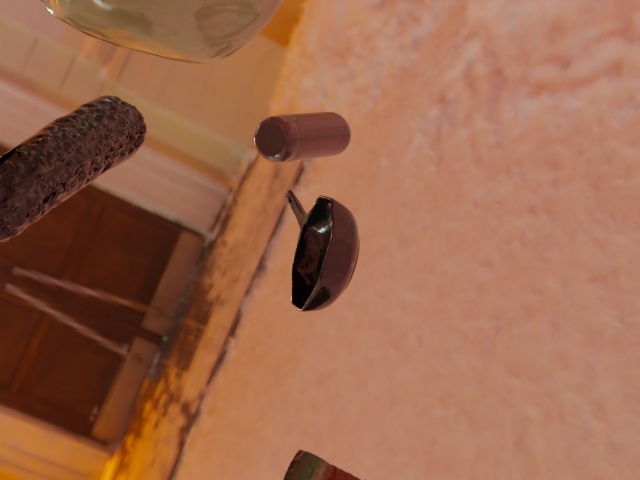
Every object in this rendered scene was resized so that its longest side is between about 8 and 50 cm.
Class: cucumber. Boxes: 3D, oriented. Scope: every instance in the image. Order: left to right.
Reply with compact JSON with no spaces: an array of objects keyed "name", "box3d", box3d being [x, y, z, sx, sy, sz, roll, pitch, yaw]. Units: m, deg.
[{"name":"cucumber","box3d":[-0.245,-0.065,1.046,0.072,0.072,0.300,-58,-1,27]}]

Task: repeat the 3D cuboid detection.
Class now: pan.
[{"name":"pan","box3d":[0.007,-0.011,1.288,0.128,0.048,0.202,124,154,-44]}]

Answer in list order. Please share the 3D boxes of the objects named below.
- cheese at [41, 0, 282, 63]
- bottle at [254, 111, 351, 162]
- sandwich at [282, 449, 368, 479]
[{"name":"cheese","box3d":[-0.059,-0.192,0.461,0.218,0.117,0.235,167,101,-67]},{"name":"bottle","box3d":[-0.018,-0.117,1.290,0.140,0.053,0.053,-13,-42,-58]},{"name":"sandwich","box3d":[0.035,0.357,1.368,0.212,0.292,0.109,-12,42,41]}]
